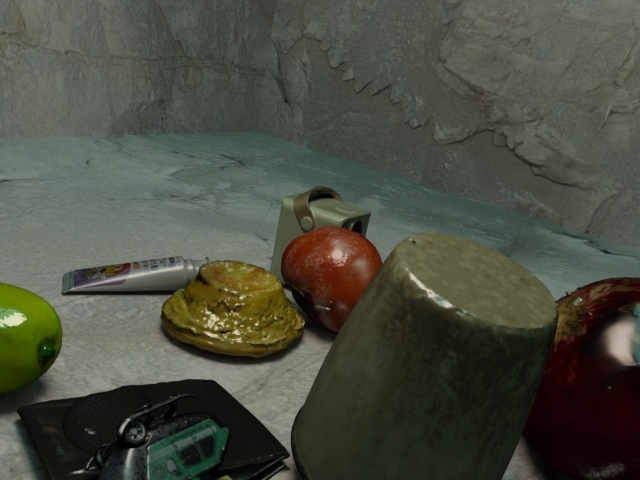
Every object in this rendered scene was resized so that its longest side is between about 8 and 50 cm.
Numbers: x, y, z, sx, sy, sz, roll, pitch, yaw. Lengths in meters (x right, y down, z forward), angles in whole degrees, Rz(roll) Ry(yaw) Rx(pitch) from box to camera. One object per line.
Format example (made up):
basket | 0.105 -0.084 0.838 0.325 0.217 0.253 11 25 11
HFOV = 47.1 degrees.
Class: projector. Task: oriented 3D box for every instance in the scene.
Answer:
projector | 0.000 0.000 1.693 0.177 0.243 0.163 18 16 26

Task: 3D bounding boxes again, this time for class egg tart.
egg tart | -0.164 0.119 1.406 0.293 0.123 0.294 9 18 -3

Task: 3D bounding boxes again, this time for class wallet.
wallet | -0.236 0.262 1.024 0.322 0.041 0.247 4 16 -37

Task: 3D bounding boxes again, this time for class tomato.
tomato | 0.037 0.076 1.501 0.188 0.232 0.232 -40 38 -15

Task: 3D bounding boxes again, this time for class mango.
mango | -0.550 0.133 1.058 0.342 0.156 0.192 7 16 -9

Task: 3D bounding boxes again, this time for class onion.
onion | 0.495 0.254 1.155 0.385 0.347 0.348 45 13 -11

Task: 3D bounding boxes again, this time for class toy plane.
toy plane | -0.205 0.285 0.819 0.155 0.106 0.381 53 32 16

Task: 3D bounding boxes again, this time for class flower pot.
flower pot | 0.143 0.182 0.958 0.293 0.330 0.294 15 29 -8

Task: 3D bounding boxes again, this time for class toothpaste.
toothpaste | -0.380 0.074 1.528 0.299 0.073 0.114 -3 20 -17

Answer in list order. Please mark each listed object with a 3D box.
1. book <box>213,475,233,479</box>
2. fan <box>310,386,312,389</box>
book | -0.107 0.336 0.903 0.111 0.014 0.077 28 19 35
fan | 0.088 0.282 1.225 0.226 0.008 0.152 18 18 19
